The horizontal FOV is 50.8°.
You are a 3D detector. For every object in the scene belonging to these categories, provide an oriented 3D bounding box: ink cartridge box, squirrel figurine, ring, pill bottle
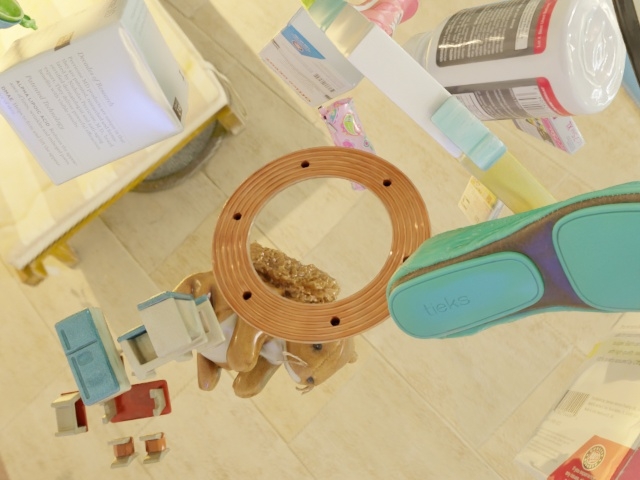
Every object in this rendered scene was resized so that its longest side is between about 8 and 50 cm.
[{"bbox_3d":[0.599,-0.367,1.911,0.065,0.186,0.311,-40,32,4],"label":"ink cartridge box"},{"bbox_3d":[-0.008,-0.304,1.100,0.139,0.190,0.082,41,80,-16],"label":"ink cartridge box"},{"bbox_3d":[-0.086,0.160,1.506,0.370,0.281,0.397,4,39,22],"label":"squirrel figurine"},{"bbox_3d":[0.000,0.000,1.024,0.336,0.032,0.337,-5,61,8],"label":"ring"},{"bbox_3d":[0.274,-0.272,1.030,0.318,0.176,0.176,8,70,50],"label":"pill bottle"},{"bbox_3d":[0.477,0.217,0.919,0.160,0.279,0.385,38,83,2],"label":"ink cartridge box"}]

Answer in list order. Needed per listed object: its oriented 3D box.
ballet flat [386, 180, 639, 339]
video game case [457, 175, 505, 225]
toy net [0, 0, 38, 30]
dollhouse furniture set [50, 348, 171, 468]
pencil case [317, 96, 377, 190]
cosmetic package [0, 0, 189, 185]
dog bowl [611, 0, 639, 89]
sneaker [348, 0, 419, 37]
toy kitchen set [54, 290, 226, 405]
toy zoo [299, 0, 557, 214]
[{"bbox_3d":[0.157,0.004,0.436,0.247,0.083,0.087,-16,21,35],"label":"ballet flat"},{"bbox_3d":[0.456,-0.140,1.834,0.026,0.227,0.206,17,112,-12],"label":"video game case"},{"bbox_3d":[-0.580,-0.441,1.128,0.232,0.122,0.045,44,119,-4],"label":"toy net"},{"bbox_3d":[-0.481,0.387,1.588,0.259,0.135,0.262,-9,87,2],"label":"dollhouse furniture set"},{"bbox_3d":[0.095,-0.294,2.062,0.124,0.124,0.284,-24,105,7],"label":"pencil case"},{"bbox_3d":[-0.280,-0.194,0.841,0.183,0.151,0.151,-22,35,7],"label":"cosmetic package"},{"bbox_3d":[0.390,-0.208,0.580,0.150,0.407,0.408,-17,62,42],"label":"dog bowl"},{"bbox_3d":[0.130,-0.498,1.584,0.313,0.116,0.136,-27,67,-28],"label":"sneaker"},{"bbox_3d":[-0.245,0.112,0.832,0.207,0.166,0.122,-27,80,5],"label":"toy kitchen set"},{"bbox_3d":[0.078,-0.115,0.536,0.030,0.192,0.293,-46,26,15],"label":"toy zoo"}]
